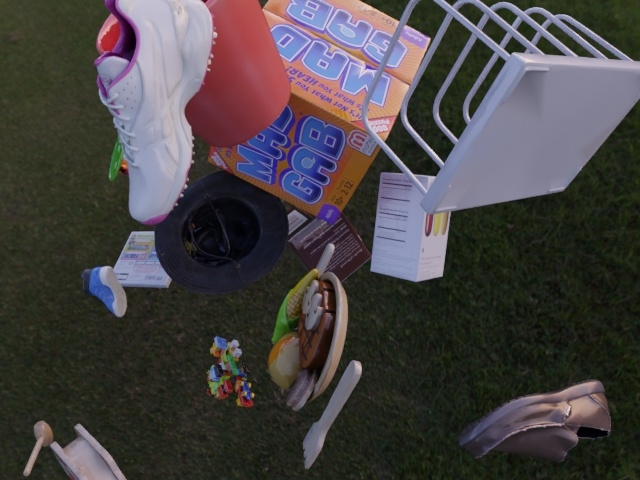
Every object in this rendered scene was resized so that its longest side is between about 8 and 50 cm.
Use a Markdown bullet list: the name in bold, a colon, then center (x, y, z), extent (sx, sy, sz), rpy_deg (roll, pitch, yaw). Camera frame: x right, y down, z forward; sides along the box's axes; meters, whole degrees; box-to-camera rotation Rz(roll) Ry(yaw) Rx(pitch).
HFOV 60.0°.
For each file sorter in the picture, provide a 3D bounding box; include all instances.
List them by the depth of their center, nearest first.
- **file sorter**: center (0.222, -0.174, 0.680), extent (0.277, 0.193, 0.173), rpy_deg (-10, 52, -35)

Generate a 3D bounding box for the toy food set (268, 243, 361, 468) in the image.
- **toy food set**: center (-0.015, 0.091, 0.515), extent (0.038, 0.132, 0.192), rpy_deg (16, 28, -16)

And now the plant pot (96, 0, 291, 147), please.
- **plant pot**: center (-0.189, -0.310, 0.941), extent (0.274, 0.243, 0.275), rpy_deg (-17, 49, 20)

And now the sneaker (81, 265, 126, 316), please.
- **sneaker**: center (-0.558, 0.132, 1.419), extent (0.084, 0.152, 0.058), rpy_deg (-3, 36, 10)

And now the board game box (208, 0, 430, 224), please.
- **board game box**: center (-0.012, -0.329, 1.320), extent (0.356, 0.356, 0.356), rpy_deg (27, 58, -3)

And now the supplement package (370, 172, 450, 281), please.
- **supplement package**: center (0.223, -0.037, 1.348), extent (0.133, 0.139, 0.244), rpy_deg (12, 101, 38)

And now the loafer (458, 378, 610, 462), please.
- **loafer**: center (0.453, 0.379, 1.117), extent (0.365, 0.134, 0.130), rpy_deg (-9, 60, -20)

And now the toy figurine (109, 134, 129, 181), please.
- **toy figurine**: center (-0.437, -0.215, 1.416), extent (0.130, 0.159, 0.173), rpy_deg (-14, 67, 57)

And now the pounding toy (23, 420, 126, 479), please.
- **pounding toy**: center (-0.586, 0.544, 1.302), extent (0.269, 0.154, 0.155), rpy_deg (21, 43, 37)

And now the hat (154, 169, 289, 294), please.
- **hat**: center (-0.243, -0.007, 1.398), extent (0.331, 0.134, 0.331), rpy_deg (2, 73, -5)

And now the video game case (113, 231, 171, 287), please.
- **video game case**: center (-0.518, 0.055, 1.676), extent (0.212, 0.023, 0.193), rpy_deg (0, 54, 21)

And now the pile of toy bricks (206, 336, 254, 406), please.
- **pile of toy bricks**: center (-0.256, 0.354, 1.432), extent (0.105, 0.118, 0.212), rpy_deg (-48, 41, 17)

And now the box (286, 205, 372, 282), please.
- **box**: center (0.000, 0.000, 1.548), extent (0.167, 0.203, 0.168), rpy_deg (-40, 27, -8)

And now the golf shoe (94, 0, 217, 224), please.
- **golf shoe**: center (-0.234, -0.170, 0.724), extent (0.115, 0.140, 0.306), rpy_deg (25, 107, 44)
